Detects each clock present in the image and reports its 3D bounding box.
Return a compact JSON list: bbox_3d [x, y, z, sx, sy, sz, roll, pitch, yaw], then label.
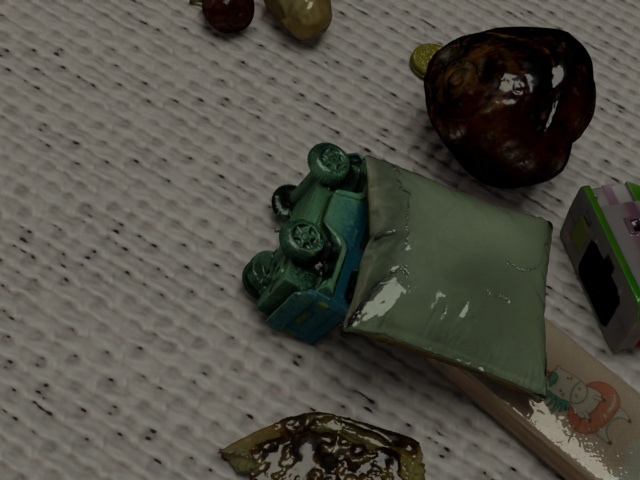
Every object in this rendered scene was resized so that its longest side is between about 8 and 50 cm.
[{"bbox_3d":[0.562,0.027,1.650,0.310,0.166,0.235,-9,57,-11],"label":"clock"}]

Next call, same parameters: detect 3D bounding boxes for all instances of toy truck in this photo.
[{"bbox_3d":[0.000,0.000,1.544,0.156,0.155,0.278,30,51,-13],"label":"toy truck"}]

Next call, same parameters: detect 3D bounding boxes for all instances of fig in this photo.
[{"bbox_3d":[-0.173,-0.407,1.851,0.089,0.088,0.125,-29,43,-30],"label":"fig"}]

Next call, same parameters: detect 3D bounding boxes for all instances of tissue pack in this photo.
[{"bbox_3d":[0.323,0.212,1.512,0.325,0.071,0.170,41,58,16],"label":"tissue pack"}]

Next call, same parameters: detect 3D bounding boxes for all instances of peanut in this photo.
[{"bbox_3d":[-0.047,-0.459,1.896,0.117,0.101,0.263,13,49,-29],"label":"peanut"}]

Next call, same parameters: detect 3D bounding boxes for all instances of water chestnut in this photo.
[{"bbox_3d":[0.302,-0.211,1.721,0.289,0.244,0.289,-4,29,2],"label":"water chestnut"}]

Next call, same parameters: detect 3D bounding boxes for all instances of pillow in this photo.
[{"bbox_3d":[0.184,0.046,1.474,0.310,0.119,0.312,19,53,-11],"label":"pillow"}]

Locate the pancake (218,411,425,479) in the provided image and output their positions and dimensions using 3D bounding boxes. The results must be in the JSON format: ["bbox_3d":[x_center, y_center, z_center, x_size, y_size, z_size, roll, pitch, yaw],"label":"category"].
[{"bbox_3d":[0.027,0.305,1.386,0.212,0.056,0.257,-38,77,-25],"label":"pancake"}]

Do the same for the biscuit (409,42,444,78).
[{"bbox_3d":[0.199,-0.313,1.896,0.084,0.023,0.084,7,53,-9],"label":"biscuit"}]
